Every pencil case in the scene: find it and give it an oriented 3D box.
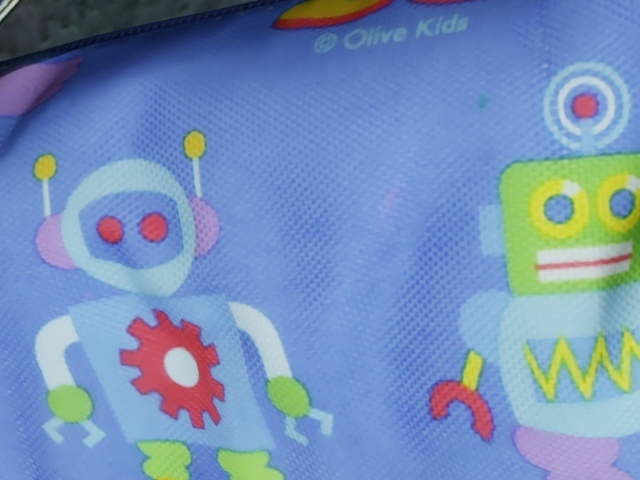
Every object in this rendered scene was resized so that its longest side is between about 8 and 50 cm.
[{"bbox_3d":[0.000,0.000,0.400,0.306,0.119,0.133,-10,111,32],"label":"pencil case"}]

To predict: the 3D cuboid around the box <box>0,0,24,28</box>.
[{"bbox_3d":[-0.142,-0.143,0.340,0.257,0.322,0.079,43,146,-17],"label":"box"}]
